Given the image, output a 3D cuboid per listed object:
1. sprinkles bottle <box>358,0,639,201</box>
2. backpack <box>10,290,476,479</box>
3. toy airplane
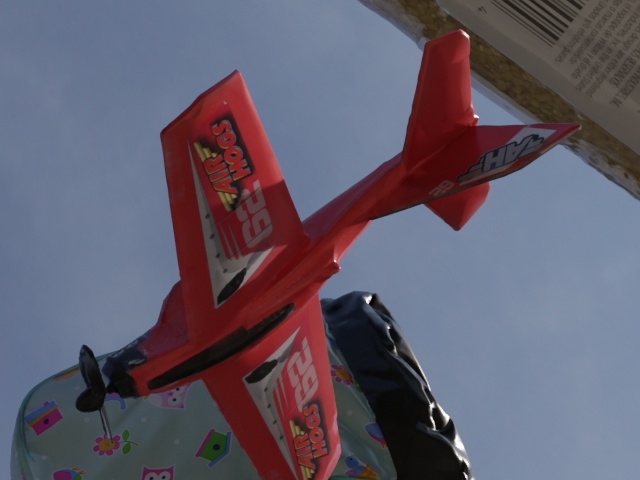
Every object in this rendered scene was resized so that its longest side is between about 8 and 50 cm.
[{"bbox_3d":[0.147,-0.084,0.847,0.355,0.121,0.121,36,-83,1],"label":"sprinkles bottle"},{"bbox_3d":[-0.038,0.098,0.797,0.182,0.152,0.115,-20,-53,-7],"label":"backpack"},{"bbox_3d":[0.000,0.000,0.483,0.151,0.028,0.151,-24,-45,-26],"label":"toy airplane"}]
